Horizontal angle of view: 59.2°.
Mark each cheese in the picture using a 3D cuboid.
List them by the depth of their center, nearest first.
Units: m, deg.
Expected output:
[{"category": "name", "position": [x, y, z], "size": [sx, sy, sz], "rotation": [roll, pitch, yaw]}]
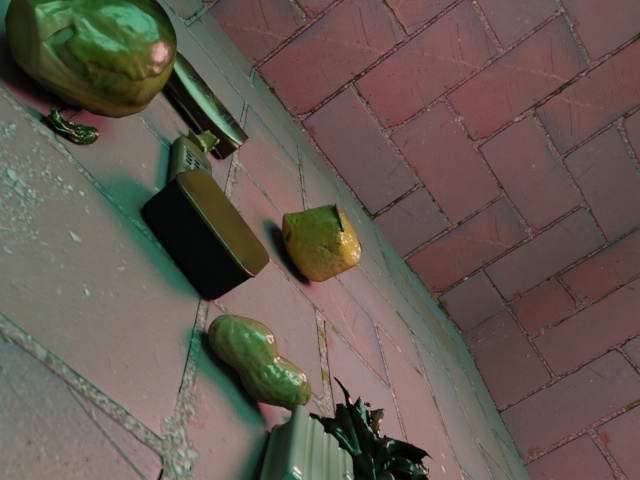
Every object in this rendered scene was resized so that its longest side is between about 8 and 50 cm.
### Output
[{"category": "cheese", "position": [-0.268, -0.225, 1.281], "size": [0.060, 0.041, 0.084], "rotation": [49, 28, 3]}]

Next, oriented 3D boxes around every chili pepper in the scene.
[{"category": "chili pepper", "position": [-0.362, -0.163, 0.821], "size": [0.030, 0.034, 0.091], "rotation": [24, -1, 27]}]

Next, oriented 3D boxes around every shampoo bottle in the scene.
[{"category": "shampoo bottle", "position": [-0.313, -0.357, 1.357], "size": [0.350, 0.084, 0.125], "rotation": [52, 15, -11]}]

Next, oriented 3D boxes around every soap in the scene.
[{"category": "soap", "position": [-0.015, 0.305, 0.721], "size": [0.119, 0.066, 0.198], "rotation": [48, 5, -4]}]

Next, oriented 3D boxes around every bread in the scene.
[{"category": "bread", "position": [-0.003, 0.001, 1.395], "size": [0.197, 0.171, 0.197], "rotation": [-22, 90, -77]}]

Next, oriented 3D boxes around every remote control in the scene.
[{"category": "remote control", "position": [-0.250, -0.122, 1.093], "size": [0.098, 0.038, 0.233], "rotation": [46, 16, -32]}]

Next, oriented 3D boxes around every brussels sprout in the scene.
[{"category": "brussels sprout", "position": [-0.342, -0.297, 0.853], "size": [0.219, 0.210, 0.271], "rotation": [51, 28, 3]}]

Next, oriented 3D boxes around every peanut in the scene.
[{"category": "peanut", "position": [-0.087, 0.179, 0.823], "size": [0.187, 0.082, 0.082], "rotation": [53, 13, -9]}]

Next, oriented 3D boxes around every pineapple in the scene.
[{"category": "pineapple", "position": [0.099, 0.374, 0.843], "size": [0.364, 0.166, 0.165], "rotation": [61, 14, 27]}]

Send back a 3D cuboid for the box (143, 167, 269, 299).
[{"category": "box", "position": [-0.186, -0.010, 0.922], "size": [0.201, 0.090, 0.144], "rotation": [54, 13, -6]}]
